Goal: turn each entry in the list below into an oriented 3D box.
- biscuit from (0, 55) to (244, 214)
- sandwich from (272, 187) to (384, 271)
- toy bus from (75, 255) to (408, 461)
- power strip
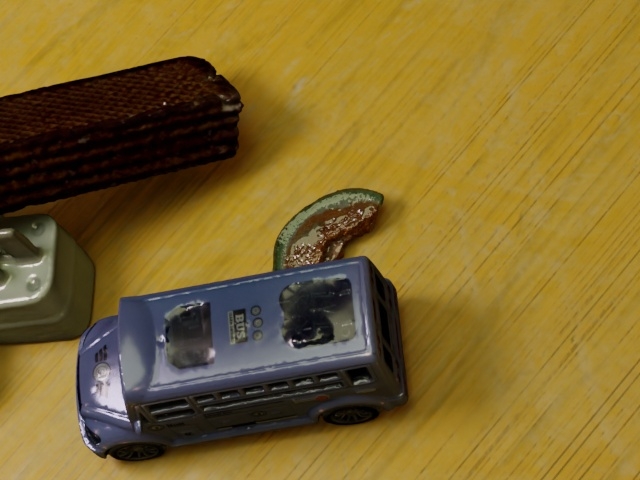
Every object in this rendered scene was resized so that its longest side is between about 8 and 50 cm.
[{"bbox_3d":[-0.260,-0.083,1.681,0.388,0.073,0.107,-16,33,-20],"label":"biscuit"},{"bbox_3d":[-0.002,0.001,1.685,0.067,0.029,0.135,33,78,28],"label":"sandwich"},{"bbox_3d":[-0.081,0.099,1.596,0.292,0.133,0.125,-10,65,11],"label":"toy bus"},{"bbox_3d":[-0.355,0.036,1.715,0.261,0.141,0.229,-7,63,17],"label":"power strip"}]
